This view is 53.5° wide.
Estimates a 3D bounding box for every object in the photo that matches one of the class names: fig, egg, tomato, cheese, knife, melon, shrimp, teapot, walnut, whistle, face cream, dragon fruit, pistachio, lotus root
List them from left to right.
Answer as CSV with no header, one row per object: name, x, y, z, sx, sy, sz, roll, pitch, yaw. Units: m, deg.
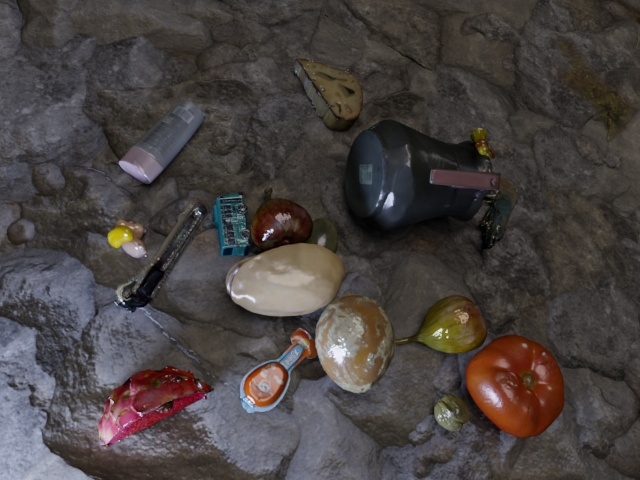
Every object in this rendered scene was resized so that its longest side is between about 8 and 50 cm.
dragon fruit,-0.383,0.344,1.434,0.274,0.161,0.126,-23,76,-21
face cream,-0.434,-0.278,1.759,0.107,0.073,0.269,30,62,6
knife,-0.394,0.029,1.633,0.089,0.043,0.365,51,55,-31
fig,-0.115,-0.049,1.687,0.160,0.231,0.143,-22,109,-10
cheese,-0.103,0.325,1.584,0.106,0.037,0.256,43,64,6
pistachio,-0.084,0.097,1.604,0.299,0.187,0.187,-3,67,-15
melon,0.000,0.000,1.728,0.098,0.098,0.130,8,59,-11
lotus root,0.041,-0.460,1.965,0.170,0.074,0.260,-16,69,-21
egg,0.084,0.253,1.573,0.203,0.203,0.245,-3,91,-15
teapot,0.293,-0.174,1.747,0.362,0.376,0.305,0,96,-22
fig,0.311,0.237,1.690,0.257,0.159,0.159,-14,69,-2
walnut,0.334,0.440,1.620,0.092,0.092,0.092,6,65,-12
whistle,0.440,-0.253,1.720,0.046,0.057,0.109,-19,36,15
shrimp,0.494,-0.102,1.919,0.178,0.075,0.289,25,63,7
tomato,0.500,0.373,1.636,0.260,0.180,0.259,6,65,-14

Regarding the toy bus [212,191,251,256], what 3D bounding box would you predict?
toy bus,-0.237,-0.043,1.698,0.092,0.079,0.160,-4,69,-14

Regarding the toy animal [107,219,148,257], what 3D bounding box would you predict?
toy animal,-0.479,-0.015,1.622,0.114,0.091,0.082,30,48,2
